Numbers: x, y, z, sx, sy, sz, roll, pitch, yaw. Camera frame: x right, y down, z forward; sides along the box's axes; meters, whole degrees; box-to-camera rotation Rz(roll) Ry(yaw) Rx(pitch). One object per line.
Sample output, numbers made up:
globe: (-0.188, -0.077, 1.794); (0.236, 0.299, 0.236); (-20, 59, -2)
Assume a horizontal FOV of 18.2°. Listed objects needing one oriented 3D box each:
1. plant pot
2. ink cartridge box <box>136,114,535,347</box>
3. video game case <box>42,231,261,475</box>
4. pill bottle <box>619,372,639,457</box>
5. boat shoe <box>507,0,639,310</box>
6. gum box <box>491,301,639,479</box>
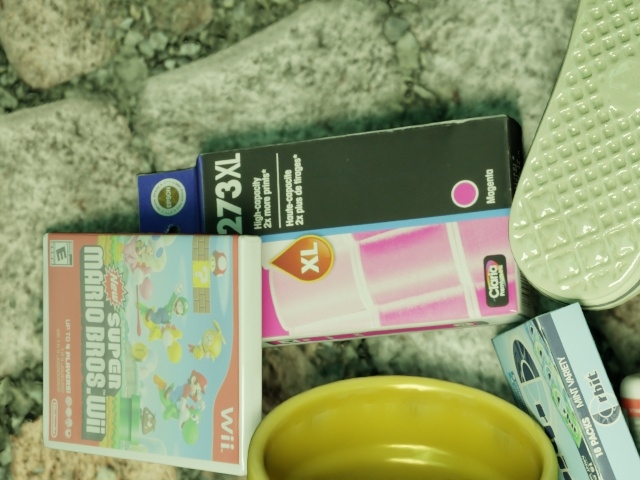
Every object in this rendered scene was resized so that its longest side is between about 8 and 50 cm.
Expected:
plant pot: (0.063, 0.275, 1.666); (0.254, 0.254, 0.239); (11, 118, 17)
ink cartridge box: (0.000, 0.000, 1.765); (0.371, 0.069, 0.176); (-7, 79, 20)
video game case: (-0.155, 0.095, 1.778); (0.285, 0.025, 0.204); (1, 91, 46)
pill bottle: (0.338, 0.242, 1.617); (0.161, 0.161, 0.283); (-8, 89, 18)
boat shoe: (0.306, -0.177, 1.623); (0.186, 0.156, 0.500); (27, 99, 25)
gum box: (0.203, 0.139, 1.649); (0.041, 0.184, 0.157); (-20, 84, -8)
